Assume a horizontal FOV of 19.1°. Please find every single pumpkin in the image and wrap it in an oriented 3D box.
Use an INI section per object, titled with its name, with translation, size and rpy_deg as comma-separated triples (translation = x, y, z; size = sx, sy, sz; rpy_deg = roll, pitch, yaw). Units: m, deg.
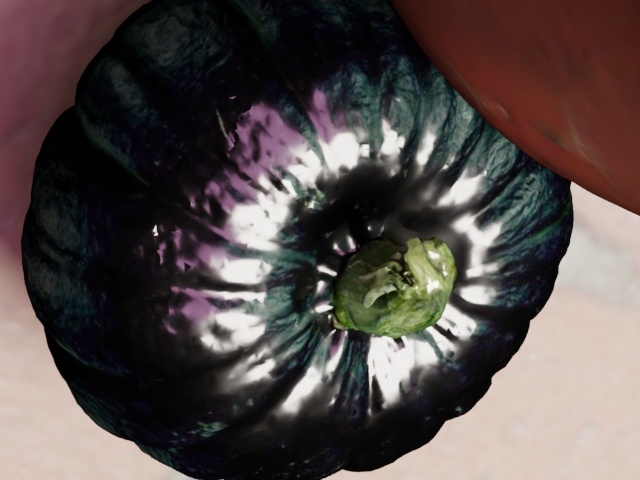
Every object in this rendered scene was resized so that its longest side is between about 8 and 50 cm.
[pumpkin]
translation = -0.006, -0.005, 0.651
size = 0.194, 0.150, 0.194
rpy_deg = -13, 146, -9

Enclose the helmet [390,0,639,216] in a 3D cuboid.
[helmet]
translation = 0.119, -0.148, 0.552
size = 0.337, 0.230, 0.385
rpy_deg = 48, 64, -43
